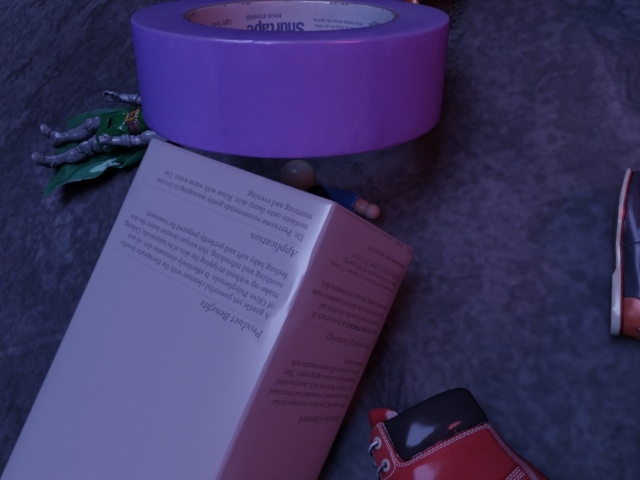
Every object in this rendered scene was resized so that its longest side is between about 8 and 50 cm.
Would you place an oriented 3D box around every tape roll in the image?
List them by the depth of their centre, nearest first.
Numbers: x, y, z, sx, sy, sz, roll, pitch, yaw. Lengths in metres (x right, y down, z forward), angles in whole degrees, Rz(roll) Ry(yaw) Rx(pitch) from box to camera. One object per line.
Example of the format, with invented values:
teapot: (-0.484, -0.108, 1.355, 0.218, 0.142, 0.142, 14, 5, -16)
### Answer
tape roll: (-0.025, -0.163, 0.568, 0.275, 0.090, 0.274, 0, 27, 0)

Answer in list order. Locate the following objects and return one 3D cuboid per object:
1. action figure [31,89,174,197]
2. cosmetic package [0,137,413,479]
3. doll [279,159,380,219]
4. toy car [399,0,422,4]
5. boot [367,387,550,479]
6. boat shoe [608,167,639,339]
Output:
action figure: (-0.250, -0.140, 0.785, 0.232, 0.063, 0.137, -12, 59, 17)
cosmetic package: (-0.100, 0.128, 0.494, 0.197, 0.155, 0.365, 23, 89, 32)
doll: (0.000, 0.000, 0.601, 0.129, 0.046, 0.189, -30, 58, 20)
toy car: (0.110, -0.323, 0.643, 0.210, 0.219, 0.237, 34, 113, 33)
boot: (0.051, 0.227, 0.450, 0.244, 0.088, 0.176, -39, 55, -5)
boat shoe: (0.246, 0.009, 0.477, 0.043, 0.049, 0.137, 3, 71, 24)
